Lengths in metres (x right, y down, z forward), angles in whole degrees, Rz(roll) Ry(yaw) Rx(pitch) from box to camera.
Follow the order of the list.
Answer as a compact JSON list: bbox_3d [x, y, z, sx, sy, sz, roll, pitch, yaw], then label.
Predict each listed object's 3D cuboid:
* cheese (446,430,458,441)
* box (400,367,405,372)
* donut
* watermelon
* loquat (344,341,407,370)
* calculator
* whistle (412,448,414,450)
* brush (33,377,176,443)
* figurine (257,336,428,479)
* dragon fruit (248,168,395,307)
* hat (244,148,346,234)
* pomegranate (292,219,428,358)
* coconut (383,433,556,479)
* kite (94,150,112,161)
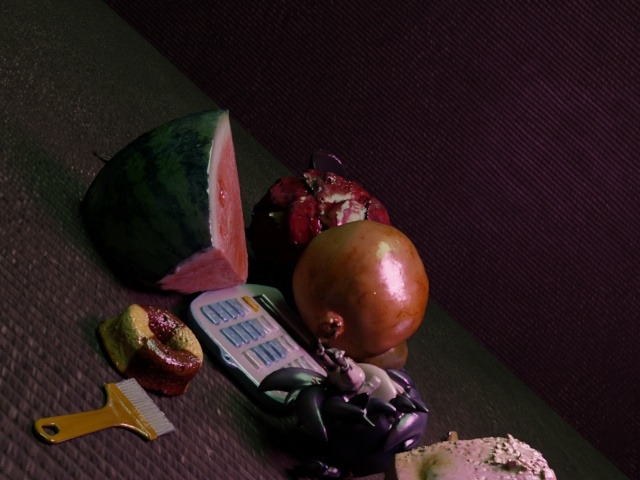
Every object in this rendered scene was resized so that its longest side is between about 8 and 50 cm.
[{"bbox_3d":[0.317,0.461,1.722,0.084,0.041,0.060,29,-5,26],"label":"cheese"},{"bbox_3d":[0.143,0.283,1.772,0.099,0.054,0.074,38,8,-23],"label":"box"},{"bbox_3d":[-0.211,0.134,0.982,0.140,0.059,0.140,42,12,-11],"label":"donut"},{"bbox_3d":[-0.190,-0.053,1.240,0.292,0.250,0.283,13,35,-38],"label":"watermelon"},{"bbox_3d":[0.099,0.213,1.647,0.152,0.152,0.195,31,23,-51],"label":"loquat"},{"bbox_3d":[-0.089,0.175,1.313,0.256,0.054,0.386,44,11,12],"label":"calculator"},{"bbox_3d":[0.232,0.442,1.208,0.142,0.134,0.346,40,0,-44],"label":"whistle"},{"bbox_3d":[-0.228,0.185,0.810,0.083,0.011,0.205,45,10,16],"label":"brush"},{"bbox_3d":[0.044,0.241,1.111,0.265,0.197,0.175,23,25,-39],"label":"figurine"},{"bbox_3d":[-0.001,0.003,1.693,0.329,0.329,0.329,41,9,-8],"label":"dragon fruit"},{"bbox_3d":[-0.058,-0.064,1.982,0.209,0.336,0.238,4,8,31],"label":"hat"},{"bbox_3d":[0.066,0.098,1.427,0.270,0.229,0.252,-34,109,-47],"label":"pomegranate"},{"bbox_3d":[0.179,0.368,1.003,0.233,0.245,0.233,173,-90,-89],"label":"coconut"},{"bbox_3d":[-0.375,-0.121,1.621,0.232,0.009,0.189,38,10,-24],"label":"kite"}]
